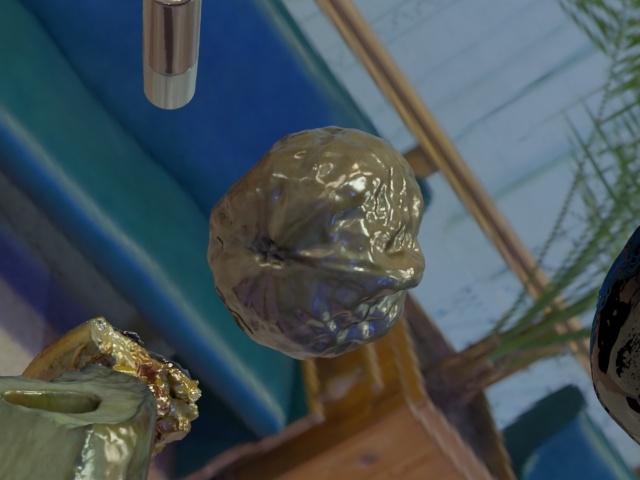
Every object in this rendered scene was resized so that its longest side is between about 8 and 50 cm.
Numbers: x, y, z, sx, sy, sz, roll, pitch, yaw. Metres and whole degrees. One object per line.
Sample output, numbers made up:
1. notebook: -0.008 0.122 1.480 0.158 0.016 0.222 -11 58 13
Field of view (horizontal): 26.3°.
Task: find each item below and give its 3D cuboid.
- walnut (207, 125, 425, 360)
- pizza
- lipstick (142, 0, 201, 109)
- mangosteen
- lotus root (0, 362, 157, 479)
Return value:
1. walnut: 0.000 0.003 1.514 0.273 0.227 0.273 36 48 -55
2. pizza: -0.310 0.251 1.950 0.278 0.408 0.114 0 49 -21
3. lipstick: -0.183 -0.248 1.669 0.254 0.070 0.070 107 -40 -67
4. mangosteen: 0.382 0.099 1.200 0.288 0.233 0.287 33 20 -14
5. lotus root: -0.197 0.224 0.835 0.142 0.314 0.210 23 -3 30
